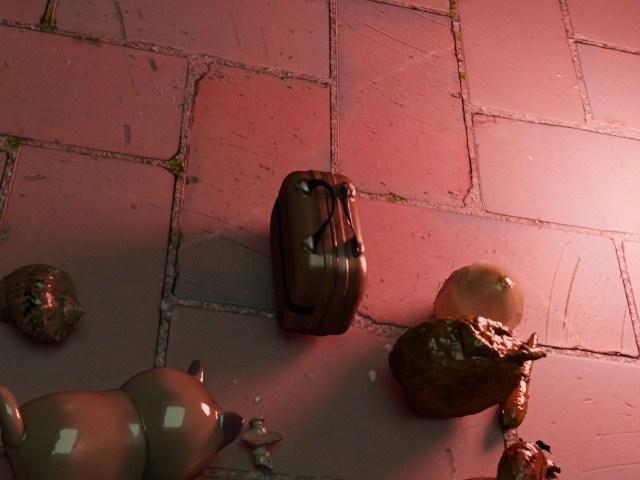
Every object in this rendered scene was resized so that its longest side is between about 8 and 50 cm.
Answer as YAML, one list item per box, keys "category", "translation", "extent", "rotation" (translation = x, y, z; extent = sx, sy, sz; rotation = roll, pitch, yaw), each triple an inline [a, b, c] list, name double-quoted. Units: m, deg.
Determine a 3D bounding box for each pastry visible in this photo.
- category: "pastry"
  translation: [0.248, 0.219, 1.768]
  extent: [0.240, 0.235, 0.132]
  rotation: [5, 48, -25]

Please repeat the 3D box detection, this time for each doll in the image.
- category: "doll"
  translation: [-0.333, 0.324, 1.529]
  extent: [0.370, 0.226, 0.215]
  rotation: [-3, 24, -31]

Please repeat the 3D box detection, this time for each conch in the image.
- category: "conch"
  translation: [-0.508, 0.106, 1.719]
  extent: [0.207, 0.130, 0.155]
  rotation: [6, 15, 15]

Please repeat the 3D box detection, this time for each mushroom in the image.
- category: "mushroom"
  translation: [0.337, 0.471, 1.629]
  extent: [0.263, 0.195, 0.283]
  rotation: [4, 38, 32]

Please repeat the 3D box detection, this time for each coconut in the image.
- category: "coconut"
  translation: [0.313, 0.119, 1.892]
  extent: [0.171, 0.183, 0.171]
  rotation: [11, 50, -14]

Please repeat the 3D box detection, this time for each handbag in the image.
- category: "handbag"
  translation: [0.000, 0.000, 1.818]
  extent: [0.149, 0.283, 0.301]
  rotation: [7, 53, -15]

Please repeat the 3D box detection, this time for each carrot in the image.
- category: "carrot"
  translation: [0.398, 0.271, 1.901]
  extent: [0.049, 0.049, 0.254]
  rotation: [26, 47, 2]

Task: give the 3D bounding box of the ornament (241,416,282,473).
- category: "ornament"
  translation: [-0.103, 0.351, 1.681]
  extent: [0.068, 0.041, 0.092]
  rotation: [18, 52, -1]

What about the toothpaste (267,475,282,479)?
- category: "toothpaste"
  translation: [0.033, 0.546, 1.570]
  extent: [0.099, 0.061, 0.392]
  rotation: [-27, 69, -32]
